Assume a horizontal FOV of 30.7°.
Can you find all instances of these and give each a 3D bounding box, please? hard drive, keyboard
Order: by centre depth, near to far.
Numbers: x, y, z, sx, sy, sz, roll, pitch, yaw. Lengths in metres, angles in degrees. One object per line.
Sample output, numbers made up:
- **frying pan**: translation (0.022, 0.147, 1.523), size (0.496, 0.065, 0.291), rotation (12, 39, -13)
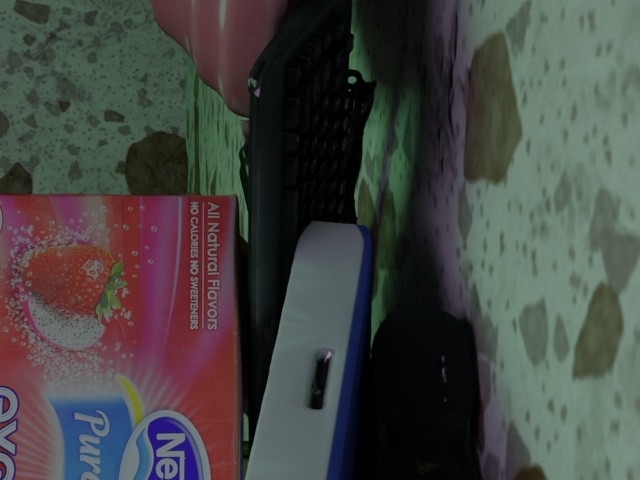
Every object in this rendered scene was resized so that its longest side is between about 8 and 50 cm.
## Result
- **hard drive**: translation (-0.003, 0.179, 0.618), size (0.210, 0.040, 0.318), rotation (-79, -9, -48)
- **keyboard**: translation (0.000, 0.000, 0.675), size (0.201, 0.033, 0.317), rotation (-64, -18, -51)

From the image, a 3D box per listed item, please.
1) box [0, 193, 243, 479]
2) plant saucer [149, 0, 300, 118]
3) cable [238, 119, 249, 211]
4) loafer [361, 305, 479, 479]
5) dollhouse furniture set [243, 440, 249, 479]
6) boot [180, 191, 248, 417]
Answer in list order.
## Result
- **box**: translation (-0.114, 0.135, 0.621), size (0.142, 0.154, 0.300), rotation (103, 167, -74)
- **plant saucer**: translation (-0.031, -0.238, 0.671), size (0.332, 0.084, 0.332), rotation (12, -90, -89)
- **cable**: translation (-0.007, 0.010, 0.909), size (0.139, 0.072, 0.287), rotation (145, 112, -67)
- **loafer**: translation (0.047, 0.120, 0.563), size (0.061, 0.062, 0.170), rotation (96, -179, -74)
- **dollhouse furniture set**: translation (-0.156, 0.230, 0.831), size (0.197, 0.301, 0.151), rotation (8, -101, -74)
- **boot**: translation (-0.066, 0.087, 0.921), size (0.248, 0.090, 0.207), rotation (-91, -24, -66)
